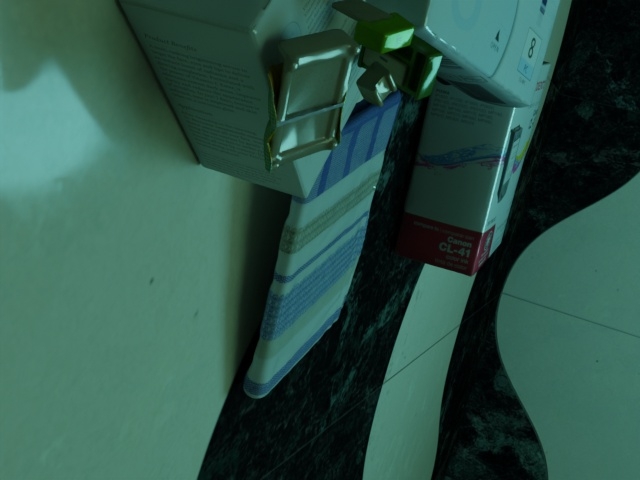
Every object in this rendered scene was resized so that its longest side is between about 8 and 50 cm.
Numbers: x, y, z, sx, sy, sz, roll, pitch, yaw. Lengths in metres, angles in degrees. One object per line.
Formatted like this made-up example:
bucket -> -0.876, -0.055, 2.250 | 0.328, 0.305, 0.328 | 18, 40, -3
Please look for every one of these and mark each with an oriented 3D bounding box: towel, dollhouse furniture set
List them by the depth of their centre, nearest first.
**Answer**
dollhouse furniture set -> 0.008, -0.106, 0.492 | 0.151, 0.058, 0.076 | -25, 141, -39
towel -> 0.000, 0.000, 0.779 | 0.209, 0.034, 0.285 | -41, 150, -56

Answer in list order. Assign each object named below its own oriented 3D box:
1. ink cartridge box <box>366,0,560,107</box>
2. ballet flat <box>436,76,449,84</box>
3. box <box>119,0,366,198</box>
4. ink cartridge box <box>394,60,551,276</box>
ink cartridge box -> 0.188, -0.361, 0.824 | 0.308, 0.091, 0.385 | 9, 98, -56
ballet flat -> 0.166, -0.294, 0.964 | 0.074, 0.074, 0.203 | -13, 119, -67
box -> -0.036, -0.134, 0.522 | 0.130, 0.091, 0.170 | -63, 159, -23
ink cartridge box -> 0.229, -0.126, 1.182 | 0.226, 0.131, 0.306 | -29, 134, -62
